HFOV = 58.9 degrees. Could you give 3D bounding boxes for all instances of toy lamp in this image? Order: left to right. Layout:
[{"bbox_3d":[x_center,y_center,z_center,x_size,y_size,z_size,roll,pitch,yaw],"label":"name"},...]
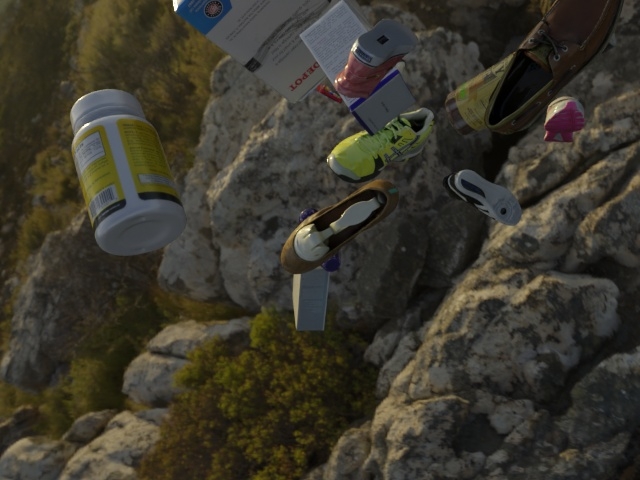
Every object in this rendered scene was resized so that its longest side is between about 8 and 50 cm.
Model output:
[{"bbox_3d":[0.000,0.000,1.640,0.080,0.080,0.275,-44,30,12],"label":"toy lamp"}]

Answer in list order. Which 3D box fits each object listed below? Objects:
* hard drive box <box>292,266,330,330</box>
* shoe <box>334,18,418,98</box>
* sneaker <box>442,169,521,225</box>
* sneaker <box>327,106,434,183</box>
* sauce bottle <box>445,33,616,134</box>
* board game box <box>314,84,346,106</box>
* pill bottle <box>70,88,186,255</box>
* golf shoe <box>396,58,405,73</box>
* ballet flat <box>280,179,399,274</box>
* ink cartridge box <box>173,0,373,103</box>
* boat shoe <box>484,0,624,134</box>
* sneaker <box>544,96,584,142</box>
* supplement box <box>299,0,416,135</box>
[{"bbox_3d":[-0.033,0.132,1.740,0.181,0.089,0.232,-101,15,-57],"label":"hard drive box"},{"bbox_3d":[0.082,-0.271,0.848,0.063,0.178,0.081,41,132,4],"label":"shoe"},{"bbox_3d":[0.417,-0.116,1.481,0.079,0.216,0.121,-58,16,-5],"label":"sneaker"},{"bbox_3d":[0.170,-0.284,1.594,0.145,0.384,0.147,47,143,16],"label":"sneaker"},{"bbox_3d":[0.419,-0.335,1.159,0.344,0.111,0.112,-26,55,44],"label":"sauce bottle"},{"bbox_3d":[0.036,-0.517,1.993,0.133,0.168,0.033,43,110,49],"label":"board game box"},{"bbox_3d":[-0.268,-0.095,0.776,0.119,0.119,0.209,-32,67,21],"label":"pill bottle"},{"bbox_3d":[0.229,-0.505,1.878,0.198,0.077,0.094,-53,56,21],"label":"golf shoe"},{"bbox_3d":[0.035,-0.029,1.339,0.342,0.124,0.116,-31,89,12],"label":"ballet flat"},{"bbox_3d":[-0.109,-0.559,1.353,0.285,0.394,0.166,-37,48,23],"label":"ink cartridge box"},{"bbox_3d":[0.389,-0.309,0.952,0.110,0.104,0.307,42,126,23],"label":"boat shoe"},{"bbox_3d":[0.688,-0.360,1.611,0.102,0.252,0.111,6,86,13],"label":"sneaker"},{"bbox_3d":[0.069,-0.329,1.080,0.114,0.111,0.220,-37,64,12],"label":"supplement box"}]
